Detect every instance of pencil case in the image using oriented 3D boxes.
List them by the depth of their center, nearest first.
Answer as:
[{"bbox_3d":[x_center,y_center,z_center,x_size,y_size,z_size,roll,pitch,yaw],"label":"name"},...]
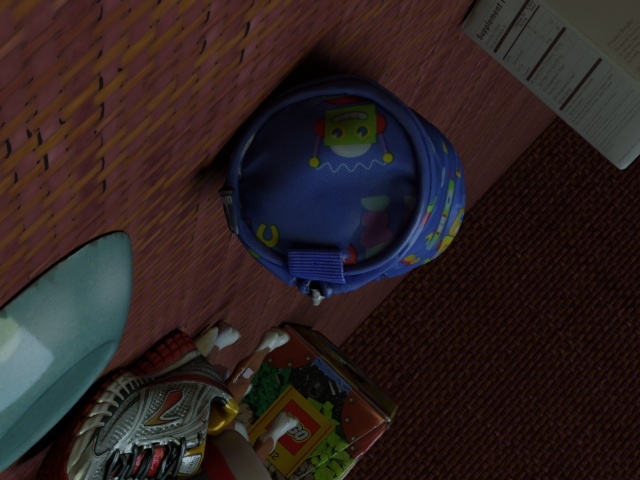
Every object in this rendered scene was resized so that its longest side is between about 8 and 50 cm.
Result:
[{"bbox_3d":[0.027,-0.031,0.953,0.306,0.119,0.133,-8,111,-80],"label":"pencil case"}]

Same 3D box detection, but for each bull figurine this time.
[{"bbox_3d":[-0.106,0.199,1.404,0.188,0.101,0.310,-55,165,-27],"label":"bull figurine"}]

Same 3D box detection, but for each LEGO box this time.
[{"bbox_3d":[-0.081,0.320,2.131,0.372,0.193,0.500,-47,174,-1],"label":"LEGO box"}]

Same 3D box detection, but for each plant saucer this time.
[{"bbox_3d":[-0.158,0.078,0.783,0.195,0.037,0.195,-46,174,-7],"label":"plant saucer"}]

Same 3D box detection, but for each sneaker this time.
[{"bbox_3d":[-0.132,0.146,1.127,0.088,0.092,0.225,-51,172,32],"label":"sneaker"}]

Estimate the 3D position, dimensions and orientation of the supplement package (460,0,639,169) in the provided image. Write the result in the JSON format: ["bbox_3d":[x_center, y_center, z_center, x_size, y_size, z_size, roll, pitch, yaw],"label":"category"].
[{"bbox_3d":[0.223,-0.166,1.182,0.105,0.179,0.105,-44,173,-25],"label":"supplement package"}]

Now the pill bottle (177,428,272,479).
[{"bbox_3d":[-0.172,0.299,1.201,0.318,0.176,0.176,-26,169,-11],"label":"pill bottle"}]
